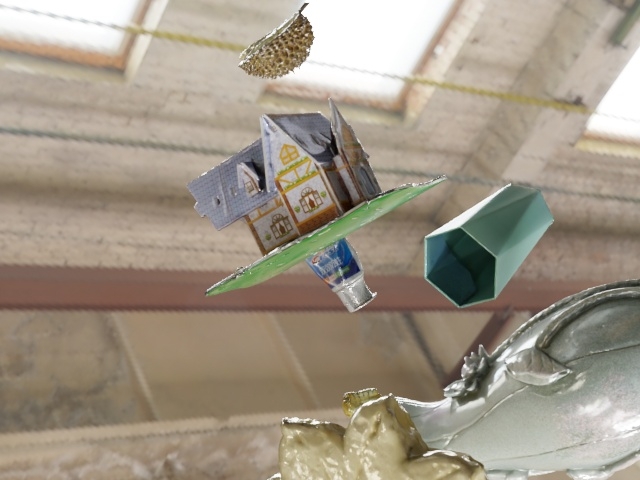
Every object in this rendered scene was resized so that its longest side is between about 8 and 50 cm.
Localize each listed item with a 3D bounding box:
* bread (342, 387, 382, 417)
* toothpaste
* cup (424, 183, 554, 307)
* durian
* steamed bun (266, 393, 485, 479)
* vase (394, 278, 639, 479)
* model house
[{"bbox_3d":[0.081,0.313,2.169,0.088,0.033,0.049,-9,-101,-32],"label":"bread"},{"bbox_3d":[0.000,0.000,1.932,0.266,0.096,0.061,56,-147,-2],"label":"toothpaste"},{"bbox_3d":[0.290,-0.002,1.849,0.148,0.134,0.235,45,-134,12],"label":"cup"},{"bbox_3d":[-0.050,-0.281,1.627,0.071,0.140,0.110,45,-179,-20],"label":"durian"},{"bbox_3d":[0.059,0.309,1.187,0.295,0.292,0.137,53,-164,26],"label":"steamed bun"},{"bbox_3d":[0.308,0.235,1.577,0.250,0.445,0.250,48,-154,-33],"label":"vase"},{"bbox_3d":[-0.015,-0.038,0.783,0.117,0.167,0.088,-16,-102,-61],"label":"model house"}]
